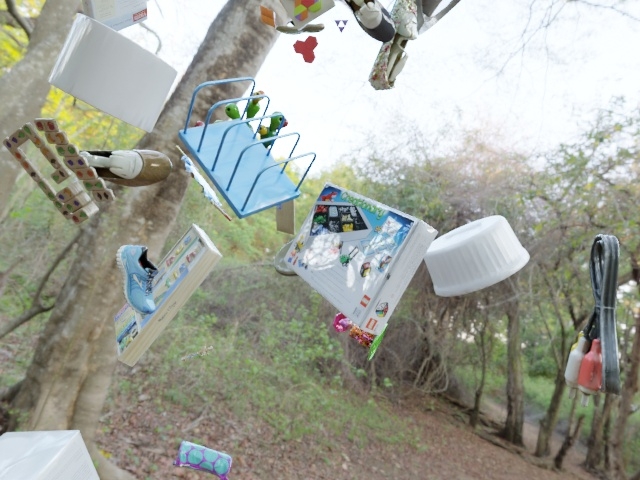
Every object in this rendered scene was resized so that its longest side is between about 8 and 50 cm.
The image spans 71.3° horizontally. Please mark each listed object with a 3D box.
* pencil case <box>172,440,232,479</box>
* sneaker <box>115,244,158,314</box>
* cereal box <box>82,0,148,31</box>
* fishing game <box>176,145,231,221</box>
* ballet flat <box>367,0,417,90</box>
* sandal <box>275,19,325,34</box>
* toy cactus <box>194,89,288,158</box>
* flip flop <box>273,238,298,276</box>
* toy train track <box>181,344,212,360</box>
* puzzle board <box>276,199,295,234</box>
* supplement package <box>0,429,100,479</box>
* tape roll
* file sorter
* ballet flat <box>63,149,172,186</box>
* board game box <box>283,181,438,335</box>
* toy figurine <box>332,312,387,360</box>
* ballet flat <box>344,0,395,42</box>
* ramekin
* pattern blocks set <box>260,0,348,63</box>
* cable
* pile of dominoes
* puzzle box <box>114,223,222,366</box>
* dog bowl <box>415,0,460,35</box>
[{"bbox_3d":[-0.319,0.602,1.217,0.151,0.065,0.070,23,25,-12],"label":"pencil case"},{"bbox_3d":[-0.391,0.087,0.981,0.073,0.162,0.063,-10,14,8],"label":"sneaker"},{"bbox_3d":[-0.524,-0.653,1.132,0.047,0.173,0.240,39,-35,8],"label":"cereal box"},{"bbox_3d":[-0.366,-0.171,1.353,0.264,0.041,0.189,53,-3,24],"label":"fishing game"},{"bbox_3d":[0.196,-0.486,1.107,0.091,0.241,0.077,-7,35,-45],"label":"ballet flat"},{"bbox_3d":[-0.072,-0.763,1.582,0.180,0.049,0.072,-9,12,-10],"label":"sandal"},{"bbox_3d":[-0.150,-0.221,0.963,0.218,0.112,0.181,-12,-49,25],"label":"toy cactus"},{"bbox_3d":[0.000,0.000,1.092,0.277,0.112,0.080,-22,-40,20],"label":"flip flop"},{"bbox_3d":[-0.320,0.298,1.163,0.083,0.014,0.048,-19,20,-6],"label":"toy train track"},{"bbox_3d":[-0.111,-0.088,1.422,0.011,0.128,0.096,-10,16,-39],"label":"puzzle board"},{"bbox_3d":[-0.441,0.428,0.650,0.149,0.203,0.194,-7,18,13],"label":"supplement package"},{"bbox_3d":[-0.486,-0.390,1.062,0.246,0.169,0.246,28,5,-3],"label":"tape roll"},{"bbox_3d":[-0.105,-0.142,0.656,0.170,0.118,0.104,51,-42,15],"label":"file sorter"},{"bbox_3d":[-0.620,-0.228,1.331,0.342,0.116,0.124,8,-3,16],"label":"ballet flat"},{"bbox_3d":[0.052,0.015,0.816,0.053,0.193,0.305,28,4,-33],"label":"board game box"},{"bbox_3d":[0.111,0.284,1.407,0.159,0.130,0.173,27,-1,16],"label":"toy figurine"},{"bbox_3d":[0.094,-0.542,1.025,0.203,0.074,0.074,54,-15,-1],"label":"ballet flat"},{"bbox_3d":[0.430,0.039,1.276,0.135,0.277,0.277,63,-18,-2],"label":"ramekin"},{"bbox_3d":[-0.055,-0.724,1.299,0.325,0.285,0.026,46,20,-10],"label":"pattern blocks set"},{"bbox_3d":[0.455,0.134,0.744,0.072,0.288,0.139,1,3,18],"label":"cable"},{"bbox_3d":[-0.631,-0.159,1.061,0.195,0.040,0.251,-20,-66,29],"label":"pile of dominoes"},{"bbox_3d":[-0.479,0.149,1.373,0.052,0.409,0.272,41,-4,-31],"label":"puzzle box"},{"bbox_3d":[0.349,-0.694,1.133,0.102,0.348,0.349,48,-15,-3],"label":"dog bowl"}]
